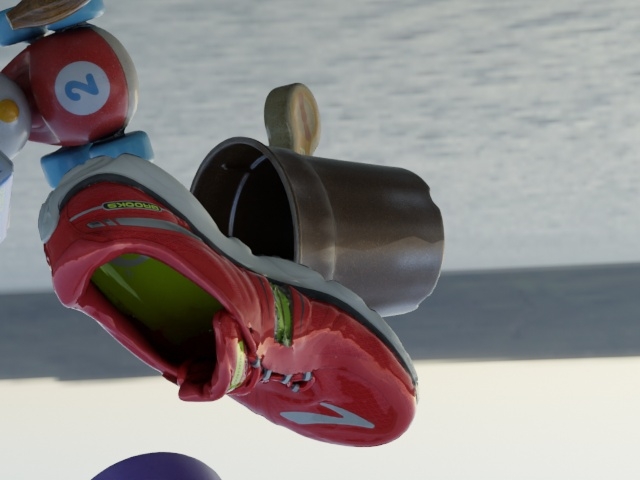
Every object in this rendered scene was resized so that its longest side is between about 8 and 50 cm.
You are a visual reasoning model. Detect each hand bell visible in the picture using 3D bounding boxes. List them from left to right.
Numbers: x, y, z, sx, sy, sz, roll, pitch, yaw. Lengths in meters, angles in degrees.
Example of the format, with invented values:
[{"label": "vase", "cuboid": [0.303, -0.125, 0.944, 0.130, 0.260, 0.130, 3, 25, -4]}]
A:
[{"label": "hand bell", "cuboid": [-0.214, -0.277, 1.526, 0.242, 0.126, 0.126, -27, -176, -14]}]

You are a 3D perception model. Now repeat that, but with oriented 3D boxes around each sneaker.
[{"label": "sneaker", "cuboid": [-0.054, 0.064, 0.879, 0.279, 0.107, 0.118, 33, -157, -24]}]

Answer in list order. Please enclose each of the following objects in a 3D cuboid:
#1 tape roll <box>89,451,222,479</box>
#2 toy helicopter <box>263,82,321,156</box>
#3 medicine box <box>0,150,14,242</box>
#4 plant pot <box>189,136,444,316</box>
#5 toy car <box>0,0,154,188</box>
[{"label": "tape roll", "cuboid": [-0.163, 0.312, 1.465, 0.189, 0.189, 0.080, -2, -156, -26]}, {"label": "toy helicopter", "cuboid": [-0.028, -0.001, 1.621, 0.140, 0.355, 0.235, -8, 158, 30]}, {"label": "medicine box", "cuboid": [-0.444, 0.009, 1.381, 0.289, 0.149, 0.263, -46, -179, -19]}, {"label": "plant pot", "cuboid": [0.000, 0.000, 1.188, 0.165, 0.167, 0.167, -2, 178, -36]}, {"label": "toy car", "cuboid": [-0.347, -0.149, 1.660, 0.238, 0.219, 0.210, -27, -166, -40]}]
